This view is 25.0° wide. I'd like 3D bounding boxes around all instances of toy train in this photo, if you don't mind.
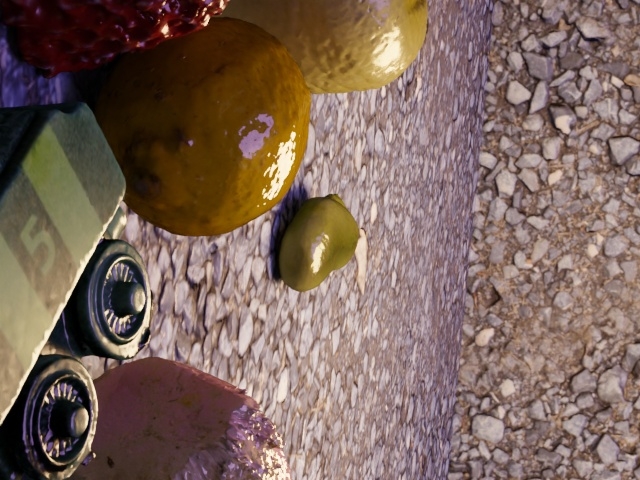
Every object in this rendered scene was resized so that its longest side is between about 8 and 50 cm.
[{"bbox_3d":[-0.246,0.043,1.060,0.299,0.167,0.238,-69,149,-43],"label":"toy train"}]

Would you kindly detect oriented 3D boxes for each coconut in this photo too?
[{"bbox_3d":[-0.135,0.253,1.384,0.233,0.233,0.245,-66,153,-45],"label":"coconut"}]

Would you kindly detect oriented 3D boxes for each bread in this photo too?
[{"bbox_3d":[0.000,-0.310,1.583,0.320,0.237,0.320,6,90,-78],"label":"bread"}]

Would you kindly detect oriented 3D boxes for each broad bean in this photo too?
[{"bbox_3d":[0.000,0.000,1.982,0.174,0.082,0.124,-40,137,-69],"label":"broad bean"}]

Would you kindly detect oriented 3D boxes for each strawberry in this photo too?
[{"bbox_3d":[-0.152,-0.233,1.224,0.234,0.178,0.234,14,90,-73],"label":"strawberry"}]

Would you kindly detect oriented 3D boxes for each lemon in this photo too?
[{"bbox_3d":[-0.110,-0.108,1.356,0.260,0.204,0.204,-53,146,-55],"label":"lemon"}]
